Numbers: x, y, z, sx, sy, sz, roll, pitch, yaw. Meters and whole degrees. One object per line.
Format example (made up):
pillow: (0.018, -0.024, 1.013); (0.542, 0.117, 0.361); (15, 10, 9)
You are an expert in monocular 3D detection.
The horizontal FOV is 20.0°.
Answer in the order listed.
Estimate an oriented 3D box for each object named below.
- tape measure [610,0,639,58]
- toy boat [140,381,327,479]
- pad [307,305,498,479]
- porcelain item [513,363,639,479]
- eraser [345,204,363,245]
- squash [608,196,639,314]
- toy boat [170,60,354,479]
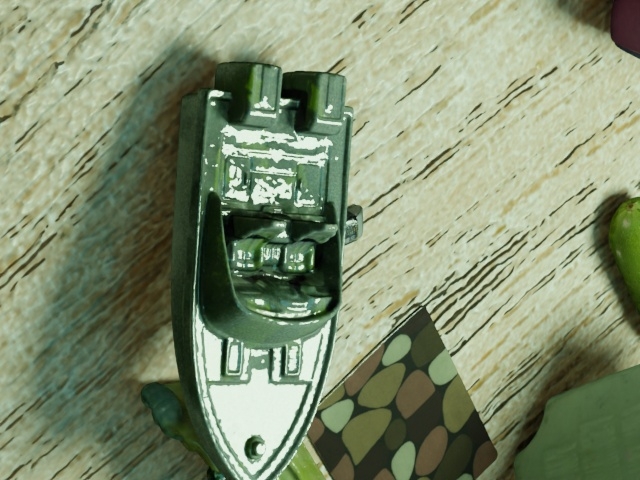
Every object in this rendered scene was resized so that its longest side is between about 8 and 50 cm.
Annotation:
tape measure: (0.376, -0.200, 1.563); (0.245, 0.232, 0.149); (-7, 118, -60)
toy boat: (-0.039, 0.197, 1.470); (0.084, 0.111, 0.276); (-41, 128, -9)
pad: (0.077, 0.181, 1.648); (0.158, 0.003, 0.235); (-43, 134, -17)
porcelain item: (0.333, 0.258, 1.690); (0.157, 0.281, 0.285); (20, 54, -40)
eraser: (0.000, 0.000, 1.471); (0.099, 0.019, 0.027); (-24, 126, -31)
squash: (0.323, 0.034, 1.754); (0.066, 0.066, 0.201); (-42, 137, -18)
toy boat: (-0.042, 0.031, 1.341); (0.141, 0.092, 0.319); (3, 90, -40)
